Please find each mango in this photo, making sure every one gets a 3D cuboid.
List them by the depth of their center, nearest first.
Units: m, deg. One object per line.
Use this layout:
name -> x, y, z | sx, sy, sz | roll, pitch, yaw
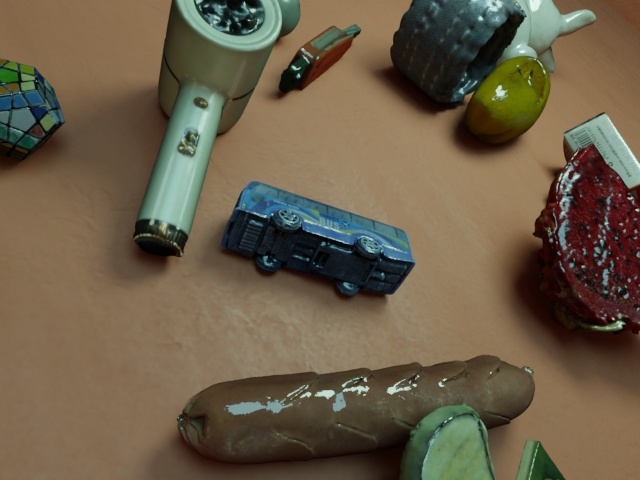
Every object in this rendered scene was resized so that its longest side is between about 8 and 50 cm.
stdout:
mango -> 0.377, -0.281, 0.990 | 0.130, 0.167, 0.262 | 34, 48, 21

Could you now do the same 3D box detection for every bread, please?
bread -> 0.112, 0.271, 0.440 | 0.172, 0.064, 0.232 | 36, 64, -20

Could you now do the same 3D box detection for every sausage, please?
sausage -> 0.074, 0.172, 0.513 | 0.433, 0.088, 0.087 | 2, 54, -25

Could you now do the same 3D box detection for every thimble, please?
thimble -> 0.268, -0.400, 0.968 | 0.172, 0.236, 0.205 | 44, 38, 14

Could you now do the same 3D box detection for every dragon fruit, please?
dragon fruit -> 0.405, 0.038, 0.763 | 0.205, 0.152, 0.316 | -29, 84, -21

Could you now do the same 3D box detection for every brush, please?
brush -> 0.004, -0.354, 0.914 | 0.051, 0.070, 0.323 | 36, 43, 1

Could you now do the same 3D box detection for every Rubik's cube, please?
Rubik's cube -> -0.347, -0.146, 0.544 | 0.093, 0.111, 0.111 | -20, 62, -7

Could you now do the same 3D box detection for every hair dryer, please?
hair dryer -> -0.156, -0.132, 0.593 | 0.128, 0.203, 0.361 | 17, 65, -18

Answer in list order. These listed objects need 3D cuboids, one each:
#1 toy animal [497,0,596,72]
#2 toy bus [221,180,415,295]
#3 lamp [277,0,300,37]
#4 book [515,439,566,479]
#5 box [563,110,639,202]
toy animal -> 0.510, -0.514, 1.221 | 0.368, 0.196, 0.241 | -15, 69, -33
toy bus -> -0.001, 0.001, 0.622 | 0.237, 0.079, 0.094 | 18, 32, -14
lamp -> -0.088, -0.428, 0.900 | 0.105, 0.105, 0.105 | 14, 49, -17
book -> 0.196, 0.370, 0.403 | 0.228, 0.018, 0.322 | 54, 46, -11
box -> 0.571, -0.138, 0.976 | 0.133, 0.099, 0.182 | 32, 38, -49
